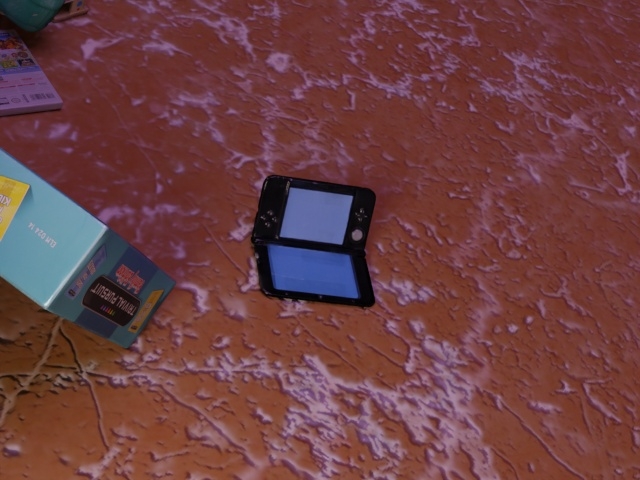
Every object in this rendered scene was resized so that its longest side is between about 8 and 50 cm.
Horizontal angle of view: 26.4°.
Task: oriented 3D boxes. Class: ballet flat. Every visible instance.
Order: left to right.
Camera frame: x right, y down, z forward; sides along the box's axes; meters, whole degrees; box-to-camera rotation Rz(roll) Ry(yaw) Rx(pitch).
[{"bbox_3d":[-0.364,-0.309,1.476,0.083,0.087,0.247,-7,46,-50],"label":"ballet flat"}]

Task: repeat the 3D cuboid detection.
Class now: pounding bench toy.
[{"bbox_3d":[-0.297,-0.297,1.517,0.083,0.065,0.052,41,42,19],"label":"pounding bench toy"}]

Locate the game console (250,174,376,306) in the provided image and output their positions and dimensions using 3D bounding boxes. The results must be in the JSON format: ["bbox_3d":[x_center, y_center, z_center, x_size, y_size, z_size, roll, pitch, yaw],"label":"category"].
[{"bbox_3d":[0.000,0.000,1.348,0.122,0.107,0.071,7,14,-22],"label":"game console"}]

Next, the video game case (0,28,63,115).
[{"bbox_3d":[-0.330,-0.174,1.405,0.087,0.011,0.122,-12,52,-36],"label":"video game case"}]

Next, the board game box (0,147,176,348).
[{"bbox_3d":[-0.295,-0.050,1.113,0.336,0.254,0.079,35,84,11],"label":"board game box"}]
